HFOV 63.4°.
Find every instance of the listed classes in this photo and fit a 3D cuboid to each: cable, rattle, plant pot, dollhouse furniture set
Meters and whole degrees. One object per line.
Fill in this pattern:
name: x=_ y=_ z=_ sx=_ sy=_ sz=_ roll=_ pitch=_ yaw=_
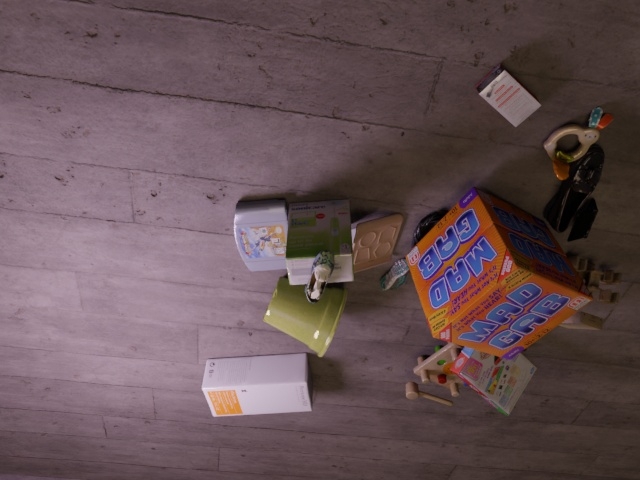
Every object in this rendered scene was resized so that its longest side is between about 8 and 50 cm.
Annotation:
cable: x=0.399 y=-0.018 z=1.816 sx=0.150 sy=0.047 sz=0.184 roll=1 pitch=130 yaw=-1
rattle: x=0.775 y=-0.289 z=1.533 sx=0.199 sy=0.143 sz=0.130 roll=-27 pitch=104 yaw=30
plant pot: x=-0.067 y=0.260 z=1.937 sx=0.254 sy=0.276 sz=0.276 roll=22 pitch=128 yaw=-3
dollhouse furniture set: x=0.955 y=0.200 z=1.921 sx=0.212 sy=0.242 sz=0.161 roll=19 pitch=167 yaw=-16

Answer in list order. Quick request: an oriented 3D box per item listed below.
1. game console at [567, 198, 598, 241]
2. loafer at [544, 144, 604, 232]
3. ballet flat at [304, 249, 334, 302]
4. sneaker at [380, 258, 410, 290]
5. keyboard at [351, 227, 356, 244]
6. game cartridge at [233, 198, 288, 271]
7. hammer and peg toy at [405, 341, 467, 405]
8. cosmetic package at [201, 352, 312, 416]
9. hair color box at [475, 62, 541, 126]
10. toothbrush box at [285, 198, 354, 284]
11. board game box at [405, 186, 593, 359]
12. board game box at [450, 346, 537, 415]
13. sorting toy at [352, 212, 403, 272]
game console: x=0.875 y=-0.069 z=1.743 sx=0.071 sy=0.107 sz=0.122 roll=9 pitch=131 yaw=10
loafer: x=0.829 y=-0.155 z=1.668 sx=0.109 sy=0.095 sz=0.302 roll=9 pitch=130 yaw=-6
ballet flat: x=0.000 y=0.115 z=1.547 sx=0.070 sy=0.070 sz=0.188 roll=9 pitch=129 yaw=-8
sneaker: x=0.298 y=0.129 z=1.942 sx=0.076 sy=0.065 sz=0.166 roll=15 pitch=134 yaw=-33
keyboard: x=0.072 y=0.006 z=1.861 sx=0.256 sy=0.014 sz=0.072 roll=-21 pitch=122 yaw=16
game cartridge: x=-0.198 y=-0.009 z=1.821 sx=0.198 sy=0.062 sz=0.297 roll=-8 pitch=130 yaw=1
hammer and peg toy: x=0.548 y=0.578 z=2.268 sx=0.266 sy=0.127 sz=0.361 roll=27 pitch=125 yaw=-23
cosmetic package: x=-0.270 y=0.642 z=2.299 sx=0.453 sy=0.161 sz=0.230 roll=-5 pitch=130 yaw=3
hair color box: x=0.536 y=-0.413 z=1.479 sx=0.167 sy=0.053 sz=0.093 roll=31 pitch=125 yaw=-25
toothbrush box: x=0.000 y=0.000 z=1.676 sx=0.206 sy=0.283 sz=0.122 roll=-3 pitch=129 yaw=4
board game box: x=0.561 y=0.115 z=1.696 sx=0.356 sy=0.356 sz=0.356 roll=20 pitch=128 yaw=-27
board game box: x=0.712 y=0.523 z=2.118 sx=0.316 sy=0.064 sz=0.242 roll=41 pitch=77 yaw=-16
sorting toy: x=0.185 y=0.007 z=1.804 sx=0.193 sy=0.038 sz=0.208 roll=-15 pitch=133 yaw=-27
